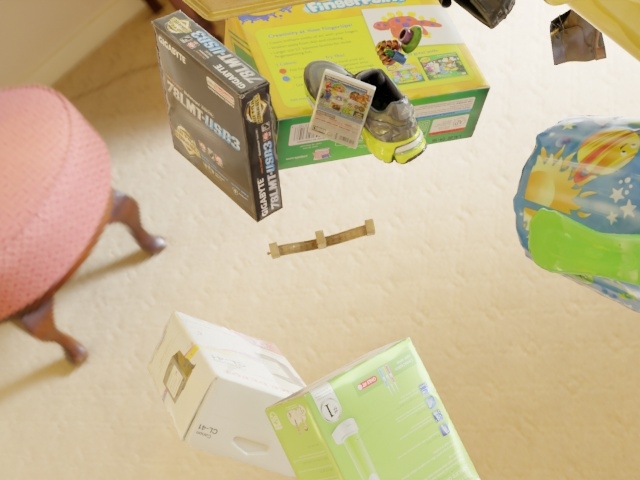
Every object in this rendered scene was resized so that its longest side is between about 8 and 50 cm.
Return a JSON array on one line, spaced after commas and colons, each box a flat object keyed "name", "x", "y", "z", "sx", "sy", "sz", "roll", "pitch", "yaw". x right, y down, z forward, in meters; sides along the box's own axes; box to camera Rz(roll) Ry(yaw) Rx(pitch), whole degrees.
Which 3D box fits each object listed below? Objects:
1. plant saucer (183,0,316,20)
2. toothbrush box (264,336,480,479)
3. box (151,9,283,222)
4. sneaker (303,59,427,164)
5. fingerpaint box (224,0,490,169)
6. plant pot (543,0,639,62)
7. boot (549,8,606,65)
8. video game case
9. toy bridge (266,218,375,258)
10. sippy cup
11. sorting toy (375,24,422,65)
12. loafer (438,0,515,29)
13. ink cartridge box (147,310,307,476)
[{"name": "plant saucer", "x": -0.124, "y": -0.403, "z": 1.311, "sx": 0.332, "sy": 0.332, "sz": 0.081, "roll": -2, "pitch": 70, "yaw": 33}, {"name": "toothbrush box", "x": 0.085, "y": 0.310, "z": 1.359, "sx": 0.206, "sy": 0.283, "sz": 0.122, "roll": -24, "pitch": -5, "yaw": -36}, {"name": "box", "x": -0.187, "y": -0.224, "z": 1.767, "sx": 0.073, "sy": 0.293, "sz": 0.295, "roll": -31, "pitch": 52, "yaw": -23}, {"name": "sneaker", "x": 0.073, "y": -0.253, "z": 1.674, "sx": 0.111, "sy": 0.121, "sz": 0.300, "roll": -32, "pitch": 48, "yaw": -23}, {"name": "fingerpaint box", "x": 0.062, "y": -0.358, "z": 2.004, "sx": 0.444, "sy": 0.163, "sz": 0.371, "roll": -12, "pitch": 56, "yaw": -17}, {"name": "plant pot", "x": 0.354, "y": -0.293, "z": 0.981, "sx": 0.254, "sy": 0.239, "sz": 0.254, "roll": -42, "pitch": 11, "yaw": 10}, {"name": "boot", "x": 0.491, "y": -0.419, "z": 1.901, "sx": 0.106, "sy": 0.219, "sz": 0.082, "roll": -13, "pitch": 53, "yaw": 18}, {"name": "video game case", "x": 0.034, "y": -0.214, "z": 1.592, "sx": 0.087, "sy": 0.122, "sz": 0.011, "roll": 21, "pitch": 41, "yaw": 4}, {"name": "toy bridge", "x": 0.000, "y": 0.000, "z": 1.656, "sx": 0.188, "sy": 0.063, "sz": 0.026, "roll": -14, "pitch": 81, "yaw": -1}, {"name": "sippy cup", "x": 0.332, "y": -0.030, "z": 1.004, "sx": 0.224, "sy": 0.305, "sz": 0.240, "roll": 19, "pitch": 79, "yaw": 39}, {"name": "sorting toy", "x": 0.128, "y": -0.335, "z": 1.666, "sx": 0.102, "sy": 0.042, "sz": 0.061, "roll": -33, "pitch": 44, "yaw": 48}, {"name": "loafer", "x": 0.217, "y": -0.427, "z": 1.613, "sx": 0.223, "sy": 0.076, "sz": 0.078, "roll": 35, "pitch": 85, "yaw": 20}, {"name": "ink cartridge box", "x": -0.148, "y": 0.255, "z": 1.666, "sx": 0.131, "sy": 0.226, "sz": 0.306, "roll": -65, "pitch": 26, "yaw": 5}]
